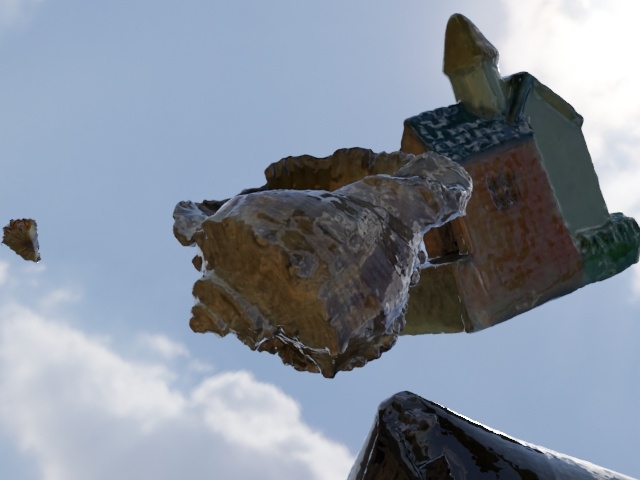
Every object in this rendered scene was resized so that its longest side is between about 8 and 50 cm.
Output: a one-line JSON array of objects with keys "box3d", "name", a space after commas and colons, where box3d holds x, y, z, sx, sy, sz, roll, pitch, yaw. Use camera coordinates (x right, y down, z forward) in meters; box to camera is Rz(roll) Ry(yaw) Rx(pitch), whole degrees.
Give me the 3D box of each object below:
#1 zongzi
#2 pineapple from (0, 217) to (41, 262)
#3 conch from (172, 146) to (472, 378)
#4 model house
[{"box3d": [0.226, 0.329, 1.099, 0.432, 0.403, 0.208, -111, -137, -63], "name": "zongzi"}, {"box3d": [-0.352, -0.003, 1.705, 0.045, 0.019, 0.083, 20, -31, 5], "name": "pineapple"}, {"box3d": [0.000, 0.000, 0.983, 0.178, 0.245, 0.163, 42, -33, 27], "name": "conch"}, {"box3d": [0.172, -0.086, 1.602, 0.194, 0.267, 0.325, -7, -79, 60], "name": "model house"}]
